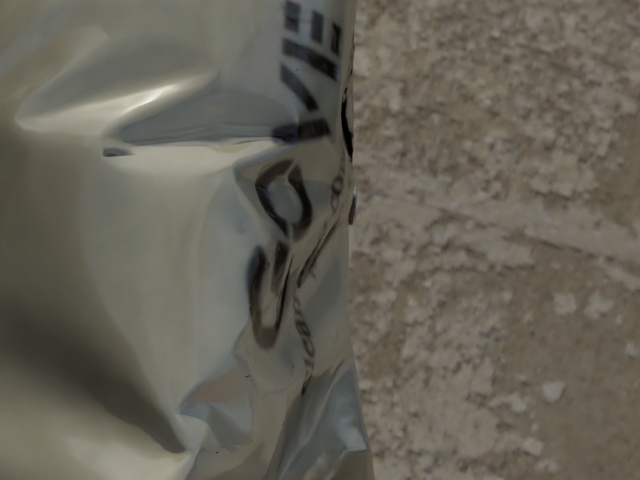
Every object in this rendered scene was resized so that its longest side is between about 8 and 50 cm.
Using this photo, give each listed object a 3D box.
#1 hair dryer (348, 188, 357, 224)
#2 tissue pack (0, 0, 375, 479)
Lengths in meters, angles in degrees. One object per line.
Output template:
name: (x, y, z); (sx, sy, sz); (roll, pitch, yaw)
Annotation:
hair dryer: (0.000, 0.000, 0.972); (0.047, 0.026, 0.083); (4, 59, -3)
tissue pack: (-0.131, 0.023, 0.583); (0.390, 0.195, 0.376); (-14, 66, 36)
